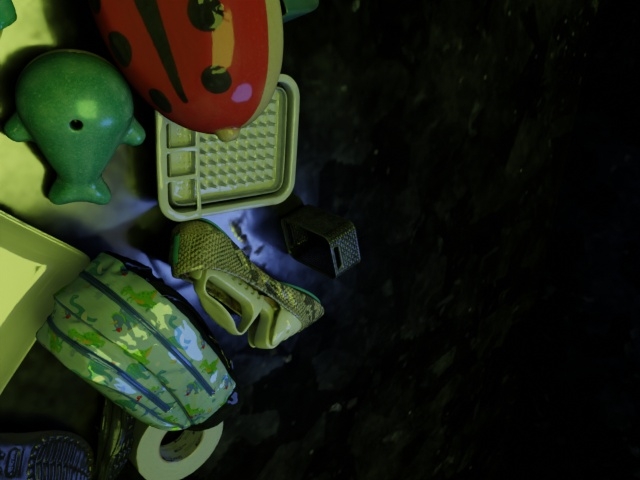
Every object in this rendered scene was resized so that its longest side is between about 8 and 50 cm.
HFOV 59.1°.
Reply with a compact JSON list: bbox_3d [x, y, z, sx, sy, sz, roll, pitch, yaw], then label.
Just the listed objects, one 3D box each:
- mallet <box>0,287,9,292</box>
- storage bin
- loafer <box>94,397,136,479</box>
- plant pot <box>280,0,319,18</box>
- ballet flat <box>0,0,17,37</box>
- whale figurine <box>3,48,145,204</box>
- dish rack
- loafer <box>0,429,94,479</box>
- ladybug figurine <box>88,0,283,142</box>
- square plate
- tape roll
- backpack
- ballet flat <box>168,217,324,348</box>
[{"bbox_3d":[-0.557,0.148,1.000,0.062,0.039,0.189,6,108,-43],"label":"mallet"},{"bbox_3d":[0.000,0.000,1.352,0.084,0.180,0.122,-32,127,-29],"label":"storage bin"},{"bbox_3d":[-0.438,0.402,1.193,0.076,0.078,0.223,2,103,-75],"label":"loafer"},{"bbox_3d":[-0.106,-0.462,1.022,0.234,0.166,0.165,-43,118,-60],"label":"plant pot"},{"bbox_3d":[-0.534,-0.272,0.805,0.247,0.083,0.087,-48,148,-15],"label":"ballet flat"},{"bbox_3d":[-0.397,-0.166,0.923,0.217,0.141,0.271,-1,121,-23],"label":"whale figurine"},{"bbox_3d":[-0.195,-0.200,1.160,0.333,0.072,0.285,-13,116,-39],"label":"dish rack"},{"bbox_3d":[-0.580,0.414,1.052,0.366,0.130,0.133,47,40,-53],"label":"loafer"},{"bbox_3d":[-0.224,-0.365,0.870,0.448,0.305,0.162,68,22,-14],"label":"ladybug figurine"},{"bbox_3d":[-0.608,0.088,0.879,0.344,0.049,0.347,37,81,-36],"label":"square plate"},{"bbox_3d":[-0.337,0.446,1.309,0.219,0.072,0.219,-20,121,-38],"label":"tape roll"},{"bbox_3d":[-0.318,0.180,1.004,0.273,0.290,0.355,-35,145,-31],"label":"backpack"},{"bbox_3d":[-0.161,0.138,1.262,0.483,0.164,0.181,42,40,-43],"label":"ballet flat"}]
